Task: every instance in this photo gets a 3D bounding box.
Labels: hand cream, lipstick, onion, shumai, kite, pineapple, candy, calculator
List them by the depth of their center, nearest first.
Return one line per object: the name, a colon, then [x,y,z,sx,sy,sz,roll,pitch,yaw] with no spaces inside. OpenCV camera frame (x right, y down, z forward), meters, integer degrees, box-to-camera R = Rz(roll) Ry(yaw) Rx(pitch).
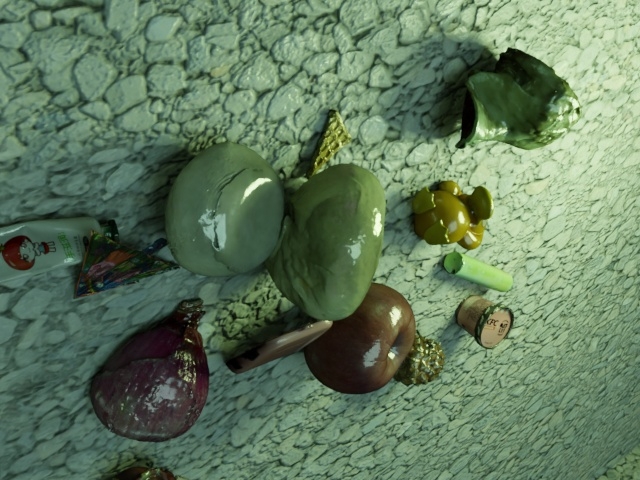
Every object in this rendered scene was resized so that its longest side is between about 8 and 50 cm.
hand cream: [-0.549,0.019,1.288,0.336,0.076,0.121,-14,121,-25]
kite: [-0.412,0.053,1.390,0.234,0.016,0.321,-31,158,8]
candy: [-0.206,-0.063,1.421,0.295,0.185,0.295,-8,101,-49]
onion: [-0.338,0.308,1.544,0.267,0.159,0.348,20,101,-46]
calculator: [-0.097,0.249,1.630,0.220,0.048,0.330,-16,167,-30]
shumai: [0.480,-0.312,1.792,0.288,0.292,0.330,-47,156,3]
pineapple: [0.302,0.360,2.082,0.193,0.166,0.166,0,114,-41]
lipstick: [0.494,0.101,2.142,0.304,0.076,0.076,20,100,-43]

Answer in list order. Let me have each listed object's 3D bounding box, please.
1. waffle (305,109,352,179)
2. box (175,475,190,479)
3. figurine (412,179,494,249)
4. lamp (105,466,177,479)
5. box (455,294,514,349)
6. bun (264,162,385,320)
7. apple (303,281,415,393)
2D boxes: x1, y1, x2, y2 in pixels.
waffle: [0.001,-0.223,1.605,0.153,0.023,0.097,-44,132,-9]
box: [-0.364,0.650,1.815,0.046,0.012,0.083,-52,134,-4]
figurine: [0.364,-0.067,1.894,0.228,0.215,0.215,-15,124,-15]
lamp: [-0.435,0.641,1.659,0.215,0.151,0.223,-49,136,0]
box: [0.519,0.253,2.208,0.151,0.135,0.151,-16,119,-30]
bun: [0.000,0.000,1.530,0.213,0.361,0.361,12,107,-22]
apple: [0.100,0.251,1.795,0.306,0.235,0.305,-37,139,-42]
